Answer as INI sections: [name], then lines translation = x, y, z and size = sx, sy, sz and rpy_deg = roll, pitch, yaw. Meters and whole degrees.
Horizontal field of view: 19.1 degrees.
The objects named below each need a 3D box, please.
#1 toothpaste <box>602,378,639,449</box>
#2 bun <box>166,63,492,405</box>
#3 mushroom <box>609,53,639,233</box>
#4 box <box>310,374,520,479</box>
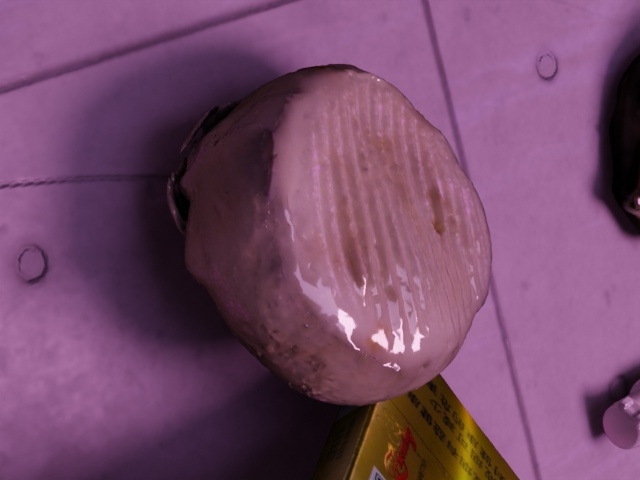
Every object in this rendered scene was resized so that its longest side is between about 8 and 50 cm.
[toothpaste]
translation = 0.348, 0.106, 1.623
size = 0.314, 0.056, 0.058
rpy_deg = -23, 144, -41
[bun]
translation = 0.000, 0.000, 1.269
size = 0.239, 0.141, 0.239
rpy_deg = 27, 49, -36
[mushroom]
translation = 0.395, -0.090, 1.609
size = 0.344, 0.130, 0.248
rpy_deg = 1, 87, -39
[box]
translation = 0.067, 0.189, 1.258
size = 0.173, 0.043, 0.311
rpy_deg = 52, 21, -11
